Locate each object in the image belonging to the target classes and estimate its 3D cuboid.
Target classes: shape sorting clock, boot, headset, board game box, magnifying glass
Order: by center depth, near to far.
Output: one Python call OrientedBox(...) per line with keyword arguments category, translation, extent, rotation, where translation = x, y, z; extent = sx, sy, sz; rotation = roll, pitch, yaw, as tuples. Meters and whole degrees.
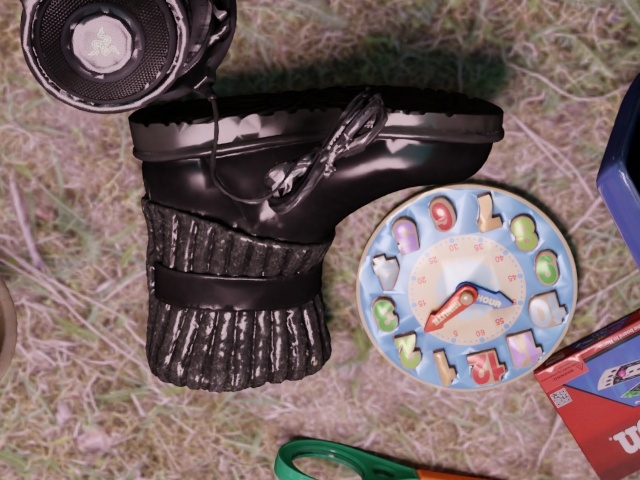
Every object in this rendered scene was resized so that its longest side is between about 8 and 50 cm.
OrientedBox(category="headset", translation=(-0.129, -0.192, 1.422), extent=(0.185, 0.243, 0.394), rotation=(-40, 89, 16))
OrientedBox(category="boot", translation=(0.000, -0.001, 1.575), extent=(0.348, 0.131, 0.260), rotation=(-3, 105, 15))
OrientedBox(category="shape sorting clock", translation=(0.136, 0.046, 1.641), extent=(0.206, 0.040, 0.206), rotation=(1, 112, 1))
OrientedBox(category="board game box", translation=(0.359, 0.114, 1.668), extent=(0.281, 0.027, 0.145), rotation=(-29, 109, 13))
OrientedBox(category="magnifying glass", translation=(0.068, 0.231, 1.702), extent=(0.231, 0.092, 0.026), rotation=(8, 109, -12))

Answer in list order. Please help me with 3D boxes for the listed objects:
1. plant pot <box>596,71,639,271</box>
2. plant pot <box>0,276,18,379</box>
OrientedBox(category="plant pot", translation=(0.371, -0.048, 1.487), extent=(0.212, 0.236, 0.236), rotation=(-20, 111, 27))
OrientedBox(category="plant pot", translation=(-0.476, 0.160, 1.584), extent=(0.334, 0.334, 0.305), rotation=(21, 122, -6))
